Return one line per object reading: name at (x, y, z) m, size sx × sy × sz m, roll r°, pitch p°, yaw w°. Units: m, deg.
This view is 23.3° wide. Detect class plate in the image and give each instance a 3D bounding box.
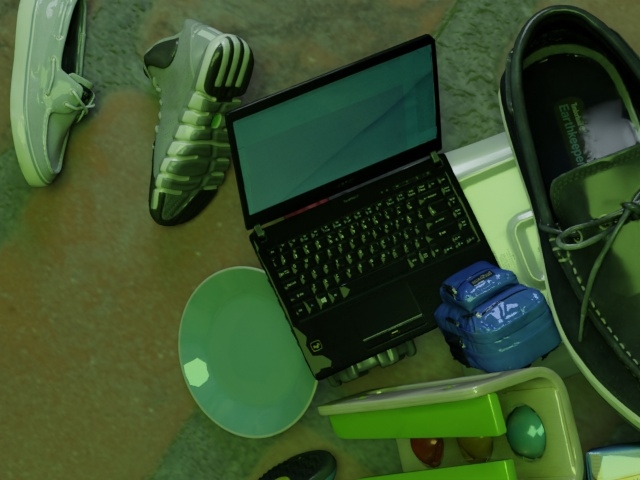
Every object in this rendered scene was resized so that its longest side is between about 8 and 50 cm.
plate at (0.247, 0.005, 1.647) m, size 0.278 × 0.045 × 0.277 m, roll -21°, pitch 83°, yaw 8°
plate at (-0.074, 0.120, 1.677) m, size 0.188 × 0.024 × 0.188 m, roll 4°, pitch 98°, yaw 34°

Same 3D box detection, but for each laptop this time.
laptop at (0.054, -0.032, 1.554) m, size 0.234 × 0.136 × 0.264 m, roll -23°, pitch 82°, yaw -15°

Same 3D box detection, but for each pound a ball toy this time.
pound a ball toy at (0.126, 0.243, 1.551) m, size 0.136 × 0.319 × 0.208 m, roll -12°, pitch 87°, yaw -34°

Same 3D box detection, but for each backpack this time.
backpack at (0.174, 0.080, 1.548) m, size 0.098 × 0.120 × 0.101 m, roll -34°, pitch 112°, yaw -10°

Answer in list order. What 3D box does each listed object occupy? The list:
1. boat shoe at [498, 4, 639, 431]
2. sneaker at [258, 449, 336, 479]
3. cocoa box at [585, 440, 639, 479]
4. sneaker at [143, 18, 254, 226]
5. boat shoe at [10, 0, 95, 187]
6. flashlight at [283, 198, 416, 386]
boat shoe at (0.292, -0.021, 1.484) m, size 0.187 × 0.156 × 0.500 m, roll -18°, pitch 59°, yaw 0°
sneaker at (-0.055, 0.313, 1.672) m, size 0.209 × 0.069 × 0.082 m, roll -41°, pitch 113°, yaw -4°
cocoa box at (0.438, 0.296, 1.495) m, size 0.347 × 0.231 × 0.228 m, roll -7°, pitch 82°, yaw 9°
sneaker at (-0.158, -0.139, 1.721) m, size 0.132 × 0.086 × 0.228 m, roll 37°, pitch 111°, yaw 39°
boat shoe at (-0.295, -0.173, 1.735) m, size 0.081 × 0.079 × 0.227 m, roll -2°, pitch 82°, yaw 14°
flashlight at (0.000, 0.000, 1.654) m, size 0.103 × 0.103 × 0.304 m, roll -25°, pitch 86°, yaw 41°
